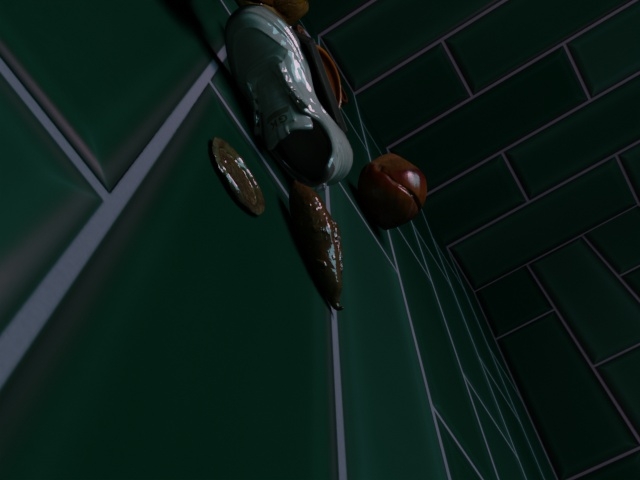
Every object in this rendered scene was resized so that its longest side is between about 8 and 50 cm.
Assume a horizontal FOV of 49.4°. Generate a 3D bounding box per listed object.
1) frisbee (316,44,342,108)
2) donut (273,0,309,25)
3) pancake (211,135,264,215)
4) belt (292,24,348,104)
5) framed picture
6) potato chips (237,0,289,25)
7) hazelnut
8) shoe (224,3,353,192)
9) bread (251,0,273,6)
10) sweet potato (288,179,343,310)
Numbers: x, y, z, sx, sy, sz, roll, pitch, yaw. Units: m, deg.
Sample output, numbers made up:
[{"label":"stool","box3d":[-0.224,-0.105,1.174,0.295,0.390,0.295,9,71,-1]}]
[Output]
[{"label":"frisbee","box3d":[-0.024,-0.330,1.507,0.192,0.035,0.192,3,87,-50]},{"label":"donut","box3d":[-0.133,-0.671,1.818,0.209,0.128,0.261,61,10,9]},{"label":"pancake","box3d":[-0.100,-0.078,0.840,0.115,0.011,0.115,55,11,-17]},{"label":"belt","box3d":[-0.032,-0.399,1.657,0.261,0.105,0.184,28,36,-63]},{"label":"framed picture","box3d":[-0.052,-0.299,1.231,0.260,0.023,0.189,41,-19,49]},{"label":"potato chips","box3d":[-0.116,-0.539,1.737,0.080,0.057,0.407,68,13,10]},{"label":"hazelnut","box3d":[0.168,-0.120,1.700,0.182,0.182,0.182,56,13,-19]},{"label":"shoe","box3d":[-0.057,-0.202,1.069,0.316,0.124,0.159,55,21,-18]},{"label":"bread","box3d":[-0.179,-0.452,1.036,0.232,0.135,0.246,32,14,23]},{"label":"sweet potato","box3d":[0.000,0.000,0.959,0.068,0.060,0.206,1,63,-31]}]
